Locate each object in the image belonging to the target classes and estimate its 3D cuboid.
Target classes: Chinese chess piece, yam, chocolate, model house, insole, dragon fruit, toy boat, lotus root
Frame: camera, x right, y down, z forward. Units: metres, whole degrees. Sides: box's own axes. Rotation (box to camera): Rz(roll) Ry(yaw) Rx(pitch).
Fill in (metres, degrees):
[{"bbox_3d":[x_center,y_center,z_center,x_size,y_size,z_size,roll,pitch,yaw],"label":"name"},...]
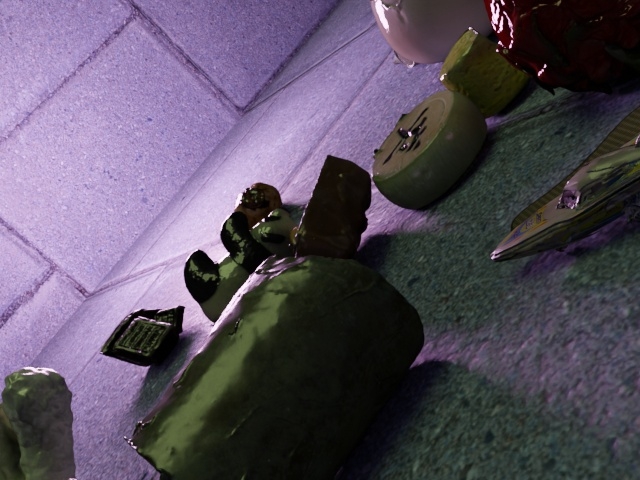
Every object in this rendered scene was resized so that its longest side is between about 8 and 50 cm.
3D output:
[{"bbox_3d":[0.157,-0.135,1.198,0.188,0.083,0.188,-45,18,19],"label":"Chinese chess piece"},{"bbox_3d":[-0.040,0.151,0.821,0.300,0.195,0.195,-52,18,-23],"label":"yam"},{"bbox_3d":[0.018,-0.014,1.194,0.214,0.093,0.148,-68,-4,-45],"label":"chocolate"},{"bbox_3d":[-0.334,0.181,1.620,0.152,0.106,0.165,-21,34,59],"label":"model house"},{"bbox_3d":[0.305,-0.088,0.881,0.253,0.005,0.086,-43,16,11],"label":"insole"},{"bbox_3d":[0.290,-0.306,0.982,0.234,0.234,0.293,-43,56,11],"label":"dragon fruit"},{"bbox_3d":[0.248,-0.031,0.781,0.210,0.066,0.084,-36,18,33],"label":"toy boat"},{"bbox_3d":[-0.138,-0.077,1.781,0.110,0.097,0.258,-39,9,-1],"label":"lotus root"}]

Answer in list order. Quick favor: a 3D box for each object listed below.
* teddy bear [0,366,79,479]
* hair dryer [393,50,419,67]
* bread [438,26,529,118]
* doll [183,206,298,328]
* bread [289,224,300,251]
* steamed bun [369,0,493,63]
[{"bbox_3d":[-0.453,0.398,1.061,0.328,0.375,0.362,-14,5,8],"label":"teddy bear"},{"bbox_3d":[0.229,-0.460,1.882,0.206,0.075,0.237,-43,7,-17],"label":"hair dryer"},{"bbox_3d":[0.246,-0.251,1.230,0.111,0.114,0.129,-49,12,13],"label":"bread"},{"bbox_3d":[-0.122,0.047,1.392,0.234,0.143,0.135,-49,46,-10],"label":"doll"},{"bbox_3d":[0.001,0.001,1.351,0.049,0.103,0.062,-48,56,33],"label":"bread"},{"bbox_3d":[0.260,-0.480,1.561,0.324,0.206,0.324,-41,14,13],"label":"steamed bun"}]
